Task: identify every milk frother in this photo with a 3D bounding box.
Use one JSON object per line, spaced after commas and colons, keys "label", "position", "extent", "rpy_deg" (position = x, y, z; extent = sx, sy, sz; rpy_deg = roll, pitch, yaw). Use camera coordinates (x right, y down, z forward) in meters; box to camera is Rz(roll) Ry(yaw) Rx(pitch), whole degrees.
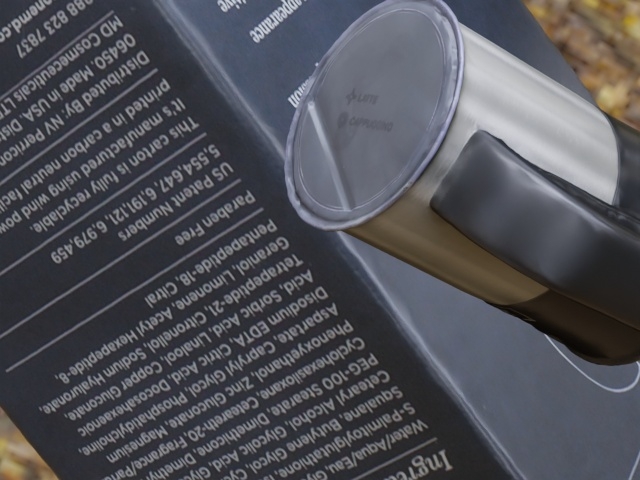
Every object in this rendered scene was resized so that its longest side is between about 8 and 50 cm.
{"label": "milk frother", "position": [0.088, -0.042, 0.589], "extent": [0.134, 0.143, 0.129], "rpy_deg": [26, -7, -35]}

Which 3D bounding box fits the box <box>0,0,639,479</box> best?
{"label": "box", "position": [0.000, 0.000, 0.884], "extent": [0.395, 0.212, 0.293], "rpy_deg": [53, 33, -8]}
